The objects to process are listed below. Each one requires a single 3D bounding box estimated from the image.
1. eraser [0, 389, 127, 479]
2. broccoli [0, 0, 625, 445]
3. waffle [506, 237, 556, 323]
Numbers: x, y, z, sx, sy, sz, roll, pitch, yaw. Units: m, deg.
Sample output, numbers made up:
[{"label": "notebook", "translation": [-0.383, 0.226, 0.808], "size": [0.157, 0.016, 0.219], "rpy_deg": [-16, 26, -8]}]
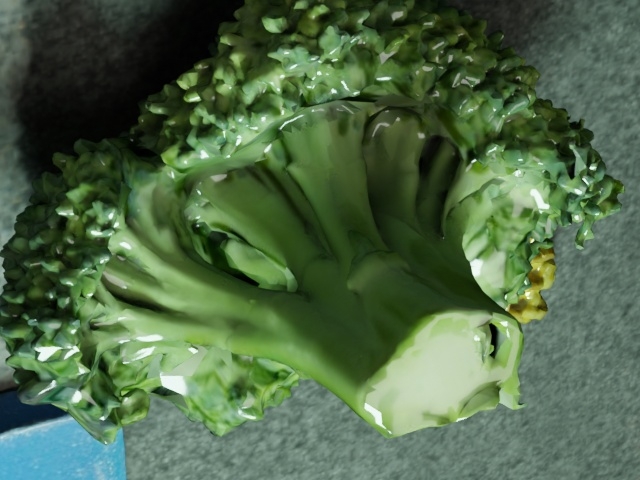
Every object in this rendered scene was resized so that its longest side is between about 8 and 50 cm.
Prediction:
[{"label": "eraser", "translation": [-0.277, 0.183, 1.216], "size": [0.312, 0.042, 0.144], "rpy_deg": [-15, 130, -20]}, {"label": "broccoli", "translation": [-0.007, -0.020, 1.065], "size": [0.375, 0.302, 0.249], "rpy_deg": [-13, 92, -15]}, {"label": "waffle", "translation": [0.081, 0.037, 1.314], "size": [0.191, 0.038, 0.191], "rpy_deg": [-16, 131, -19]}]
